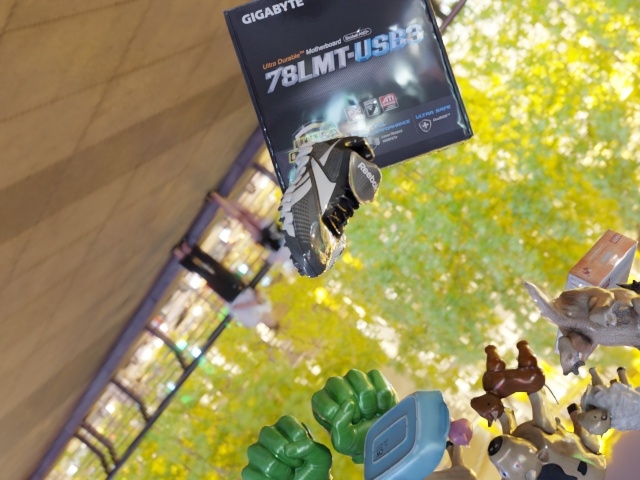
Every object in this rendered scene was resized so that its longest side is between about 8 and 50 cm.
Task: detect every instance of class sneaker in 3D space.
[{"bbox_3d":[0.017,-0.053,0.971,0.106,0.078,0.234,-18,-146,20],"label":"sneaker"},{"bbox_3d":[0.000,0.000,1.402,0.068,0.071,0.170,-53,-176,-1],"label":"sneaker"}]

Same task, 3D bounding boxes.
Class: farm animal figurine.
[{"bbox_3d":[0.295,0.321,1.267,0.172,0.327,0.330,-96,-157,-45],"label":"farm animal figurine"}]

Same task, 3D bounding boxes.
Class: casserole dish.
[{"bbox_3d":[0.104,0.263,1.098,0.188,0.037,0.114,128,-25,-46],"label":"casserole dish"}]

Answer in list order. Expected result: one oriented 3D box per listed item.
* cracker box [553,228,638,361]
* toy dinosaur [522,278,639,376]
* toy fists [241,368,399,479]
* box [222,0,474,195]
[{"bbox_3d":[0.532,0.112,1.642,0.156,0.067,0.232,-38,142,-31],"label":"cracker box"},{"bbox_3d":[0.395,0.101,1.154,0.200,0.296,0.127,-90,-169,-67],"label":"toy dinosaur"},{"bbox_3d":[0.006,0.315,1.329,0.279,0.142,0.096,-35,-160,-10],"label":"toy fists"},{"bbox_3d":[0.040,-0.242,1.251,0.296,0.293,0.073,-17,-179,0],"label":"box"}]
